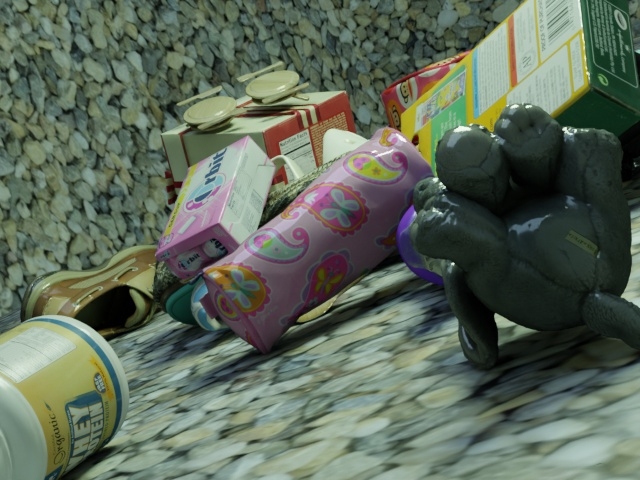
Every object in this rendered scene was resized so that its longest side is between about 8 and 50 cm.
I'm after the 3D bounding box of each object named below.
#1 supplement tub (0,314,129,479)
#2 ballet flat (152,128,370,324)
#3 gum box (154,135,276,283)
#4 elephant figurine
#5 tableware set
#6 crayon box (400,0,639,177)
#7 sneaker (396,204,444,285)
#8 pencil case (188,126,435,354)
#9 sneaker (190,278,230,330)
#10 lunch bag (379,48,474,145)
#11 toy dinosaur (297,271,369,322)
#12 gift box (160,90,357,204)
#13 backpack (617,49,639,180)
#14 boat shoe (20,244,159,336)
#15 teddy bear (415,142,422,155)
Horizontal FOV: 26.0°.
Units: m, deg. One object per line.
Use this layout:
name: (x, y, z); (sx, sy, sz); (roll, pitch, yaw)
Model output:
supplement tub: (-0.284, 0.164, 1.268); (0.144, 0.144, 0.200); (-20, 8, 30)
ballet flat: (-0.022, -0.044, 1.818); (0.483, 0.182, 0.164); (-22, -36, 24)
gum box: (-0.131, -0.036, 1.747); (0.107, 0.062, 0.188); (-26, 31, 30)
elephant figurine: (0.148, 0.010, 1.041); (0.170, 0.186, 0.239); (11, -21, 3)
tableware set: (-0.120, -0.212, 2.163); (0.194, 0.039, 0.128); (-24, 30, -12)
crayon box: (0.217, -0.143, 1.567); (0.323, 0.083, 0.203); (-40, 36, 42)
sneaker: (0.131, -0.001, 1.398); (0.146, 0.102, 0.293); (-19, 0, 33)
pencil case: (0.000, 0.000, 1.500); (0.284, 0.124, 0.124); (-39, 9, -11)
sneaker: (-0.043, 0.051, 1.691); (0.237, 0.085, 0.086); (-23, 29, -5)
lunch bag: (0.243, -0.232, 2.141); (0.293, 0.120, 0.258); (-17, 2, -21)
toy dinosaur: (0.001, 0.063, 1.595); (0.183, 0.053, 0.092); (-29, 21, 10)
gift box: (-0.097, -0.084, 2.245); (0.258, 0.276, 0.255); (3, 19, 40)
backpack: (0.391, -0.164, 1.609); (0.182, 0.151, 0.115); (-11, 18, -7)
boat shoe: (-0.314, 0.096, 2.176); (0.120, 0.122, 0.324); (24, 29, 35)
teddy bear: (0.080, -0.066, 2.045); (0.245, 0.113, 0.338); (-23, 6, 26)
